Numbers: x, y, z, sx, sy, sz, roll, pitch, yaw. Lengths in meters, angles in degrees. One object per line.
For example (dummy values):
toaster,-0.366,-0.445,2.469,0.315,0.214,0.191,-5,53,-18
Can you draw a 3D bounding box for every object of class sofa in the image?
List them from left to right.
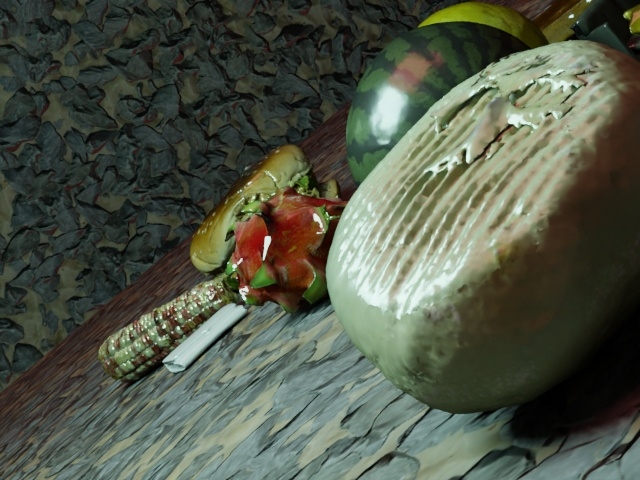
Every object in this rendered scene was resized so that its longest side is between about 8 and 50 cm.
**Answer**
sofa,0.354,-0.255,1.559,0.147,0.085,0.060,-43,7,-37

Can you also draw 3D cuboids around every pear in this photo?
pear,0.165,-0.159,1.490,0.200,0.200,0.200,-37,8,6

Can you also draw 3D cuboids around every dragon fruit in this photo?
dragon fruit,-0.002,-0.001,1.573,0.236,0.135,0.137,-17,9,18

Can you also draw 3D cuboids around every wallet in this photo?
wallet,-0.153,0.129,1.840,0.122,0.025,0.061,-42,15,-26

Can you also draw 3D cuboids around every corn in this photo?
corn,-0.214,0.126,1.960,0.237,0.079,0.079,-32,10,21

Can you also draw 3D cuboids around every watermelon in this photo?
watermelon,0.123,-0.097,1.257,0.212,0.212,0.212,-37,8,6

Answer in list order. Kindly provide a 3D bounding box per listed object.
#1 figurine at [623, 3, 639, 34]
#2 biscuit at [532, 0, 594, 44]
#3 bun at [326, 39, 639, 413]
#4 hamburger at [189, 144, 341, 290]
figurine,0.400,-0.259,1.301,0.234,0.127,0.185,-26,13,4
biscuit,0.398,-0.356,2.039,0.257,0.049,0.273,-46,9,-29
bun,0.131,-0.004,0.878,0.273,0.168,0.273,-38,20,17
hamburger,-0.089,-0.031,2.071,0.243,0.146,0.286,-44,9,9
